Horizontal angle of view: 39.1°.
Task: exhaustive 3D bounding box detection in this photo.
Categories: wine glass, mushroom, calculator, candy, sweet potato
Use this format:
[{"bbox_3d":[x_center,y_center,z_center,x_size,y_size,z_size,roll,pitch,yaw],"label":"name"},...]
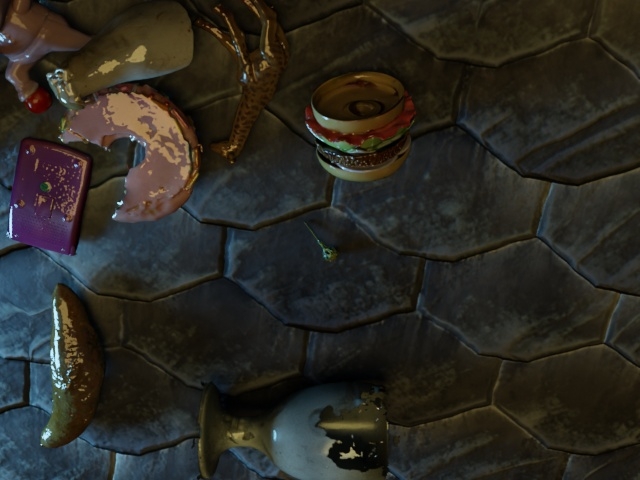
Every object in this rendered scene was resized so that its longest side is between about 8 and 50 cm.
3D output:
[{"bbox_3d":[-0.037,0.335,1.570,0.357,0.190,0.190,1,114,8],"label":"wine glass"},{"bbox_3d":[-0.300,-0.281,1.338,0.225,0.093,0.116,-22,75,-12],"label":"mushroom"},{"bbox_3d":[-0.457,-0.071,1.507,0.127,0.034,0.190,16,113,-1],"label":"calculator"},{"bbox_3d":[0.000,0.000,1.508,0.023,0.025,0.083,-40,100,-25],"label":"candy"},{"bbox_3d":[-0.440,0.239,1.610,0.114,0.092,0.341,17,114,15],"label":"sweet potato"}]

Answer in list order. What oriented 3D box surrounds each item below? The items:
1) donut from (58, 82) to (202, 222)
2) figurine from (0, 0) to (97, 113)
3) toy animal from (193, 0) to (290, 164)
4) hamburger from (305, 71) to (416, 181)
[{"bbox_3d":[-0.285,-0.150,1.429,0.199,0.085,0.233,-23,110,15],"label":"donut"},{"bbox_3d":[-0.473,-0.324,1.327,0.176,0.186,0.287,-16,132,38],"label":"figurine"},{"bbox_3d":[-0.116,-0.251,1.389,0.149,0.054,0.275,-2,114,9],"label":"toy animal"},{"bbox_3d":[0.061,-0.162,1.358,0.175,0.175,0.137,-3,126,6],"label":"hamburger"}]
